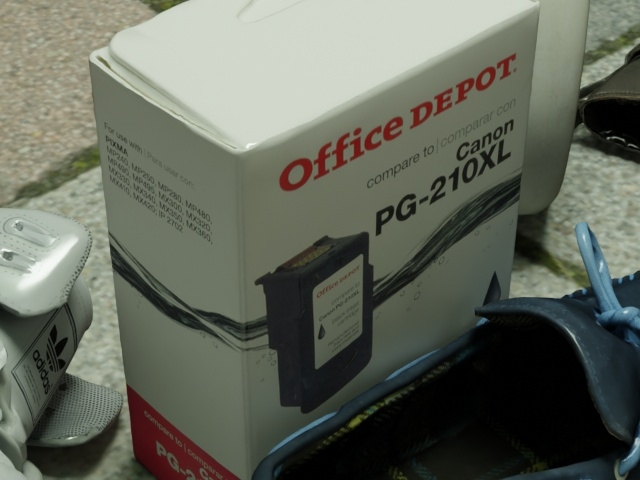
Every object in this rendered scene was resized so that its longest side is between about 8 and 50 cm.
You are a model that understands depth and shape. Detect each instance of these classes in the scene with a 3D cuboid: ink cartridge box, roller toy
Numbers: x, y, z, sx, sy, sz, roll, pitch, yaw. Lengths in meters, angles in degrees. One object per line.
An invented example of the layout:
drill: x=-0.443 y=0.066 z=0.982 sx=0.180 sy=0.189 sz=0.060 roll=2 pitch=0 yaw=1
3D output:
ink cartridge box: x=0.000 y=0.000 z=0.715 sx=0.172 sy=0.237 sz=0.100 roll=-30 pitch=48 yaw=-32
roller toy: x=0.072 y=-0.112 z=0.894 sx=0.146 sy=0.191 sz=0.209 roll=6 pitch=76 yaw=5

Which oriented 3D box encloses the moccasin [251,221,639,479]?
moccasin: x=0.111 y=0.083 z=0.709 sx=0.342 sy=0.117 sz=0.137 roll=-30 pitch=48 yaw=-32

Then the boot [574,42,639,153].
boot: x=0.308 y=-0.110 z=0.976 sx=0.262 sy=0.091 sz=0.229 roll=5 pitch=37 yaw=30

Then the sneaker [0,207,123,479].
sneaker: x=-0.146 y=0.099 z=0.670 sx=0.210 sy=0.137 sz=0.365 roll=-34 pitch=47 yaw=-31
